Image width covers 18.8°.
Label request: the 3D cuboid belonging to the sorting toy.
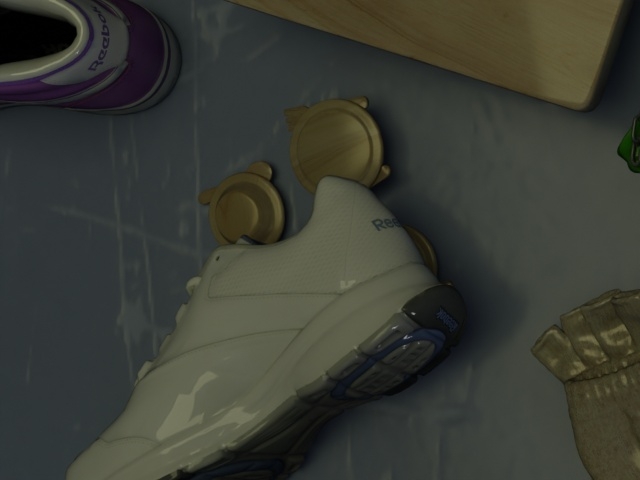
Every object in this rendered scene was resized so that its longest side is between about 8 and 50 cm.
[{"bbox_3d":[0.092,-0.230,1.158,0.257,0.089,0.255,20,95,22],"label":"sorting toy"}]

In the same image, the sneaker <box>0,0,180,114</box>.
[{"bbox_3d":[-0.250,-0.129,1.254,0.282,0.161,0.102,-4,87,23],"label":"sneaker"}]

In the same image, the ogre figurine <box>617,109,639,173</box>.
[{"bbox_3d":[0.271,-0.084,1.075,0.197,0.097,0.118,6,95,26],"label":"ogre figurine"}]

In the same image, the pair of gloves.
[{"bbox_3d":[0.255,0.082,1.075,0.240,0.042,0.204,-36,90,29],"label":"pair of gloves"}]

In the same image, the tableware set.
[{"bbox_3d":[0.000,0.000,1.218,0.141,0.020,0.168,-28,82,24],"label":"tableware set"}]

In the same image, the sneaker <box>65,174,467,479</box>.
[{"bbox_3d":[-0.046,0.076,1.193,0.297,0.111,0.129,-36,64,21],"label":"sneaker"}]
